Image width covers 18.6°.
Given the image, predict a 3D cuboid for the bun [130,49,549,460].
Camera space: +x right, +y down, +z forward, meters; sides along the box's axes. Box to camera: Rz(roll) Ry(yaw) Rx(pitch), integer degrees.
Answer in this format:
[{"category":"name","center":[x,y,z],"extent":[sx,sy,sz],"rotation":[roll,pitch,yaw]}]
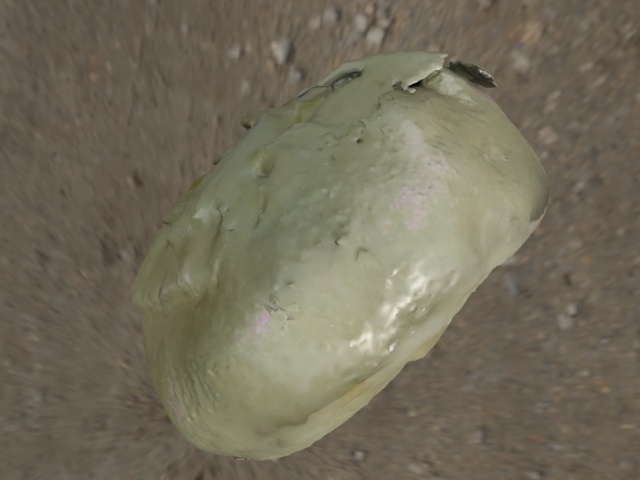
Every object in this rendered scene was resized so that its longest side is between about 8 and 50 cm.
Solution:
[{"category":"bun","center":[0.000,0.000,0.979],"extent":[0.239,0.239,0.141],"rotation":[-45,98,-6]}]
